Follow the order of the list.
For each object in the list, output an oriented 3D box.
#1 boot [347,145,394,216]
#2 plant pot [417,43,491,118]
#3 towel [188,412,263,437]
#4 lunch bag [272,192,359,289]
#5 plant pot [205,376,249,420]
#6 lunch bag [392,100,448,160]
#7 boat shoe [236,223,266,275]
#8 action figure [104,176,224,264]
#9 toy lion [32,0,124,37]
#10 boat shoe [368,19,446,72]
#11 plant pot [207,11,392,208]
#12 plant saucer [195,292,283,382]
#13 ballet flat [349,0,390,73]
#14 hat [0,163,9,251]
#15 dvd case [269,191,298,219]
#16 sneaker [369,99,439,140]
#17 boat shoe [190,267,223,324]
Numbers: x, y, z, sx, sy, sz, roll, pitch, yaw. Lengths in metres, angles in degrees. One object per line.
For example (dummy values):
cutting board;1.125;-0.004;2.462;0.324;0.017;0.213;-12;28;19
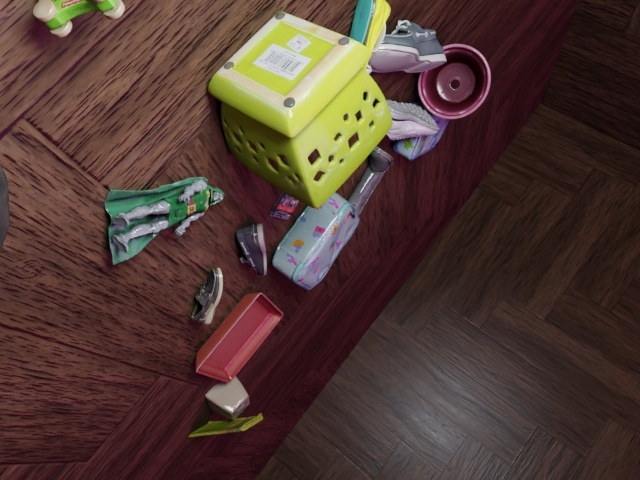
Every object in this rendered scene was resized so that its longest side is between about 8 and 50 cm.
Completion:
boot;0.134;-0.175;1.521;0.208;0.076;0.189;-50;157;5
plant pot;0.393;-0.463;1.486;0.201;0.201;0.180;-64;173;22
towel;-0.297;0.576;1.577;0.237;0.021;0.102;-19;174;31
lunch bag;0.000;0.000;1.421;0.279;0.108;0.224;-53;159;-5
plant pot;-0.280;0.491;1.574;0.109;0.096;0.109;-43;157;-29
lunch bag;0.324;-0.355;1.610;0.219;0.090;0.176;-32;149;-45
boat shoe;-0.162;0.024;1.209;0.065;0.075;0.206;-5;151;-6
action figure;-0.253;-0.053;0.873;0.232;0.063;0.137;-34;148;-50
toy lion;-0.247;-0.272;0.531;0.100;0.096;0.034;-15;159;8
boat shoe;0.195;-0.465;1.207;0.319;0.116;0.099;-17;95;-48
plant pot;-0.037;-0.229;0.851;0.227;0.228;0.207;-49;152;-14
plant saucer;-0.228;0.267;1.418;0.259;0.047;0.258;-50;159;-10
ballet flat;0.084;-0.388;1.054;0.077;0.077;0.231;-2;123;-45
hat;-0.443;-0.030;0.392;0.331;0.134;0.331;-25;130;-34
dvd case;-0.073;-0.106;1.239;0.119;0.013;0.087;-58;159;10
sneaker;0.236;-0.326;1.425;0.235;0.090;0.095;4;136;-36
boat shoe;-0.256;0.128;1.140;0.049;0.056;0.152;5;118;-29
